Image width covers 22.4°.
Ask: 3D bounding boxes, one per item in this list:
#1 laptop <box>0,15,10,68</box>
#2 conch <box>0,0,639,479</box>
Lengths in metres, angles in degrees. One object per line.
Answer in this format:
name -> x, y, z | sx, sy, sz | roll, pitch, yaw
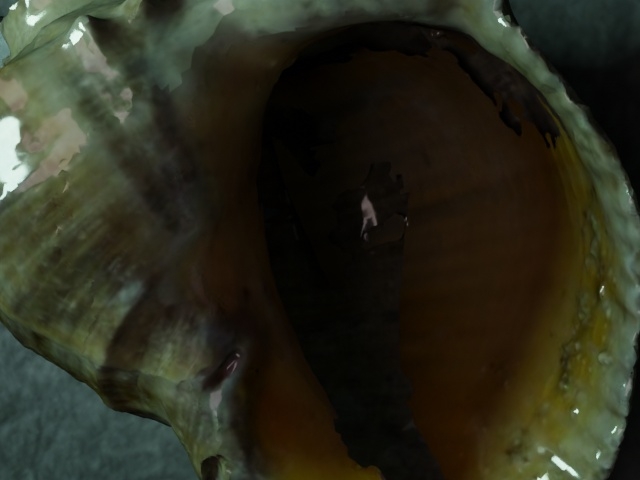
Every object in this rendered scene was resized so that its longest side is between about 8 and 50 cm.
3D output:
laptop -> -0.232, -0.069, 0.967 | 0.197, 0.016, 0.135 | 8, 101, 30
conch -> 0.003, -0.010, 0.745 | 0.297, 0.210, 0.352 | -29, 110, 27
